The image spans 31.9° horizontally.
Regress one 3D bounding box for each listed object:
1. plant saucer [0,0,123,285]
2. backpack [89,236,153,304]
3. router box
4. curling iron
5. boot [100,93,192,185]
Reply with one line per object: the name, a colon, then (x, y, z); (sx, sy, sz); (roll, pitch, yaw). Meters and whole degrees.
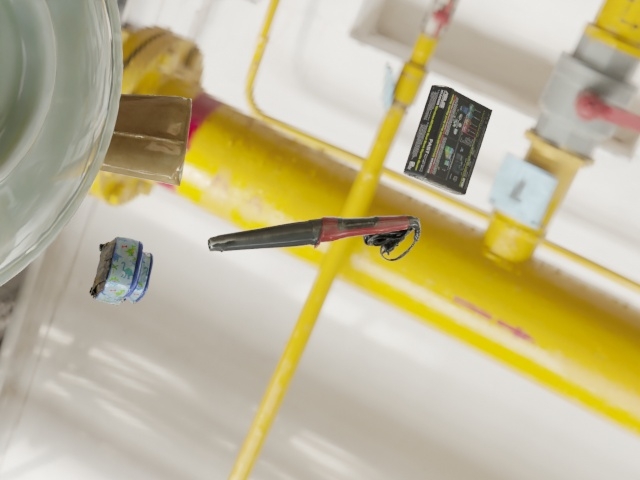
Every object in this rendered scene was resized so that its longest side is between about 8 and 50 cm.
plant saucer: (-0.294, -0.125, 0.752); (0.400, 0.400, 0.100); (4, -174, -40)
backpack: (-0.314, 0.047, 1.791); (0.084, 0.105, 0.114); (14, 163, -17)
router box: (0.164, -0.128, 1.437); (0.038, 0.122, 0.092); (17, 179, 44)
curling iron: (0.000, 0.000, 1.299); (0.274, 0.068, 0.035); (-4, -136, -29)
boot: (-0.323, -0.110, 1.549); (0.270, 0.236, 0.089); (8, 167, -11)
